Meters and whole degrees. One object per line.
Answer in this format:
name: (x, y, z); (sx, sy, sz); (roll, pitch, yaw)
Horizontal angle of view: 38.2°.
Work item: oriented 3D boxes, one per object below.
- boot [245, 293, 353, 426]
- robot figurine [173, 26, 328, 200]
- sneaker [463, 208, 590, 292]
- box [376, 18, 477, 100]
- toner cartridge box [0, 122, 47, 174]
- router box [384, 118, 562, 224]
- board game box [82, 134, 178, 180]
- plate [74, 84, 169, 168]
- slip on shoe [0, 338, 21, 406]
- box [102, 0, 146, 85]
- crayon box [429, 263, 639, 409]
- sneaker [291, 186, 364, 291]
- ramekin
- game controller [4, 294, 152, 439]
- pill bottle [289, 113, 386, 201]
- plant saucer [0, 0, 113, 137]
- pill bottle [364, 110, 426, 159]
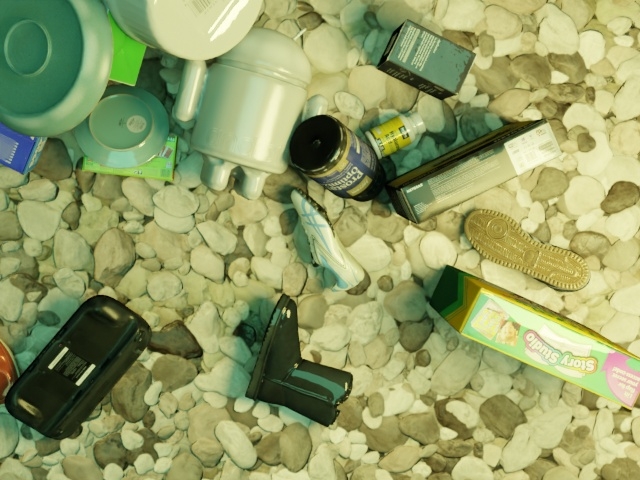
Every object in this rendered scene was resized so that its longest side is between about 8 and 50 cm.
boot: (-0.027, 0.250, 1.919); (0.207, 0.094, 0.247); (17, 101, -2)
robot figurine: (-0.133, -0.262, 1.810); (0.299, 0.200, 0.354); (13, 95, -23)
sneaker: (0.439, 0.027, 1.944); (0.282, 0.153, 0.099); (29, 96, 24)
box: (0.209, -0.358, 1.849); (0.158, 0.156, 0.093); (26, 92, -6)
toner cartridge box: (-0.700, -0.282, 1.811); (0.347, 0.075, 0.165); (27, 110, -6)
router box: (0.292, -0.140, 1.834); (0.308, 0.243, 0.081); (-26, 97, -2)
board game box: (-0.385, -0.177, 1.879); (0.181, 0.043, 0.092); (6, 94, -5)
plate: (-0.396, -0.232, 1.843); (0.188, 0.024, 0.188); (2, 69, -6)
slip on shoe: (-0.725, 0.201, 1.862); (0.123, 0.101, 0.331); (-32, 98, -2)
box: (-0.432, -0.455, 1.753); (0.231, 0.126, 0.262); (23, 99, 29)
crayon box: (0.423, 0.181, 1.838); (0.362, 0.313, 0.106); (24, 93, -6)
sneaker: (0.000, 0.000, 1.907); (0.086, 0.085, 0.237); (-31, 94, 7)
ramekin: (-0.232, -0.457, 1.647); (0.277, 0.135, 0.277); (-25, 132, -30)
game controller: (-0.494, 0.261, 1.891); (0.166, 0.067, 0.319); (40, 91, -21)
pill bottle: (0.042, -0.154, 1.822); (0.122, 0.219, 0.123); (-10, 69, 28)
plant saucer: (-0.522, -0.348, 1.676); (0.317, 0.043, 0.318); (1, 94, 20)
pill bottle: (0.155, -0.220, 1.904); (0.116, 0.065, 0.065); (-28, 97, -2)
